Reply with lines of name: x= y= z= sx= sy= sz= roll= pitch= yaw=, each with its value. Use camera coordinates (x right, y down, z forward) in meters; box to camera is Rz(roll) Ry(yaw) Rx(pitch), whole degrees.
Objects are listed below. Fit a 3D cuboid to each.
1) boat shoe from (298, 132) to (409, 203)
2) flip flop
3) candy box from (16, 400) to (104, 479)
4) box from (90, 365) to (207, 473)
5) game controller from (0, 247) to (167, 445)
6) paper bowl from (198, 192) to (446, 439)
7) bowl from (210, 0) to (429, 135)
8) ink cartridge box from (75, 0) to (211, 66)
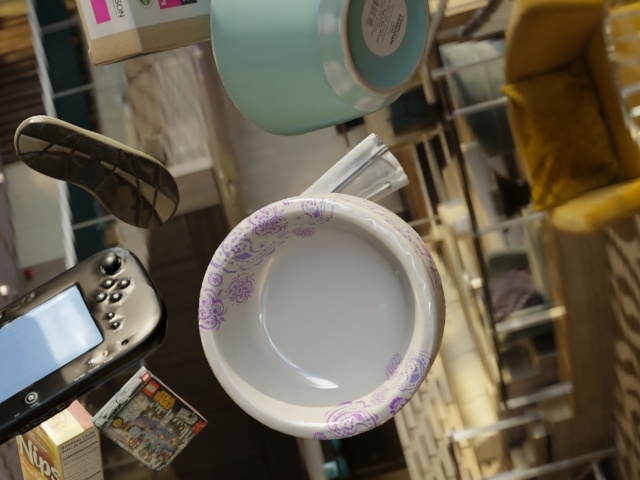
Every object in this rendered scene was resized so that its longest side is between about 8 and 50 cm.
boat shoe: x=0.002 y=-0.002 z=1.855 sx=0.156 sy=0.367 sz=0.136 roll=48 pitch=-173 yaw=-1
flip flop: x=-0.341 y=-0.112 z=1.726 sx=0.277 sy=0.112 sz=0.080 roll=26 pitch=-168 yaw=-22
candy box: x=-0.476 y=0.403 z=2.036 sx=0.183 sy=0.087 sz=0.317 roll=38 pitch=141 yaw=34
box: x=-0.215 y=0.230 z=1.418 sx=0.027 sy=0.094 sz=0.137 roll=37 pitch=171 yaw=43
game controller: x=-0.310 y=0.127 z=1.156 sx=0.166 sy=0.319 sz=0.067 roll=48 pitch=168 yaw=54
paper bowl: x=0.009 y=0.084 z=1.337 sx=0.148 sy=0.284 sz=0.284 roll=-19 pitch=-86 yaw=-76
bowl: x=0.024 y=-0.280 z=1.430 sx=0.163 sy=0.311 sz=0.312 roll=13 pitch=130 yaw=41
ink cartridge box: x=-0.222 y=-0.351 z=1.388 sx=0.193 sy=0.088 sz=0.235 roll=-30 pitch=-71 yaw=-53
